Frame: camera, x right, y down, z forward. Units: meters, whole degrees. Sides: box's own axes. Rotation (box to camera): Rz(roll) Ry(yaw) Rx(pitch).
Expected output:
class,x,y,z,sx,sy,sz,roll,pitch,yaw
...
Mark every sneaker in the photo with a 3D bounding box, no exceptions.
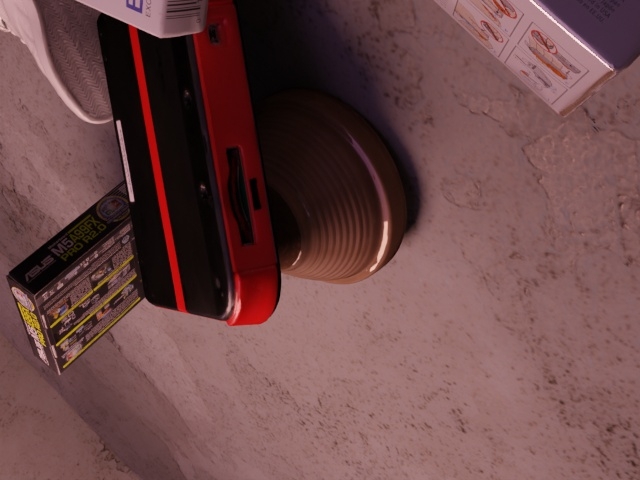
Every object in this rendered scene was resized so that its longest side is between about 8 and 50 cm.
class,x,y,z,sx,sy,sz,roll,pitch,yaw
sneaker,-0.365,-0.283,1.195,0.169,0.108,0.292,-6,112,55

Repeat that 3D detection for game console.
class,x,y,z,sx,sy,sz,roll,pitch,yaw
game console,-0.159,-0.101,1.026,0.342,0.060,0.386,2,102,63

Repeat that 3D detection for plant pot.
class,x,y,z,sx,sy,sz,roll,pitch,yaw
plant pot,-0.030,-0.041,1.015,0.237,0.110,0.237,24,132,30

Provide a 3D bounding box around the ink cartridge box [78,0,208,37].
class,x,y,z,sx,sy,sz,roll,pitch,yaw
ink cartridge box,-0.223,-0.389,0.820,0.330,0.071,0.324,27,123,27

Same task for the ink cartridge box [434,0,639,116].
class,x,y,z,sx,sy,sz,roll,pitch,yaw
ink cartridge box,0.131,-0.279,0.517,0.309,0.272,0.130,44,180,4

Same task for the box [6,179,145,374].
class,x,y,z,sx,sy,sz,roll,pitch,yaw
box,-0.328,0.045,1.358,0.060,0.270,0.216,33,147,19
